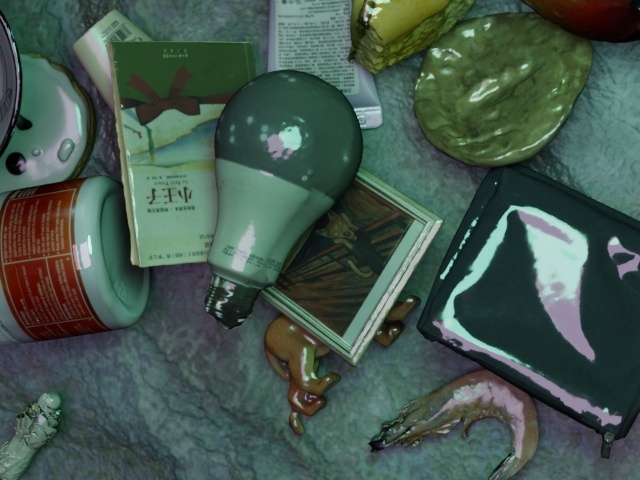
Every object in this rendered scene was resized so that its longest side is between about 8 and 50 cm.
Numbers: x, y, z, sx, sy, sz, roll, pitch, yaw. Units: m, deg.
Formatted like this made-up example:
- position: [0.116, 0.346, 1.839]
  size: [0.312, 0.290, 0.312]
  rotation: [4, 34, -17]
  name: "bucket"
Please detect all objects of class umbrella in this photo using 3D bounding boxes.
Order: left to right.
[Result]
- position: [-0.397, 0.264, 1.799]
  size: [0.062, 0.067, 0.143]
  rotation: [45, 108, 36]
  name: "umbrella"

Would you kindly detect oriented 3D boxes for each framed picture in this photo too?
- position: [0.000, 0.000, 1.674]
  size: [0.273, 0.016, 0.216]
  rotation: [34, 97, 32]
  name: "framed picture"

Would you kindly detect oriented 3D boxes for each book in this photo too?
- position: [-0.159, -0.114, 1.660]
  size: [0.201, 0.026, 0.289]
  rotation: [-5, 81, -31]
  name: "book"

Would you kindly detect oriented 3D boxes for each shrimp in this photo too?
- position: [0.175, 0.257, 1.694]
  size: [0.219, 0.046, 0.152]
  rotation: [-23, 85, 11]
  name: "shrimp"

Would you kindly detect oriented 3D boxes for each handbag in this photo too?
- position: [0.287, 0.084, 1.599]
  size: [0.302, 0.178, 0.275]
  rotation: [28, 82, 8]
  name: "handbag"

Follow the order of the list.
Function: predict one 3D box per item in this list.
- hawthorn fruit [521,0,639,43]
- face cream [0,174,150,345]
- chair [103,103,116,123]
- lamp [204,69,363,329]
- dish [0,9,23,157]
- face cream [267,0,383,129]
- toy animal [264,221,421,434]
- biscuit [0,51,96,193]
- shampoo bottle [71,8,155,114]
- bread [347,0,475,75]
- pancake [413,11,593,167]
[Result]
- position: [0.343, -0.367, 1.519]
  size: [0.316, 0.316, 0.315]
  rotation: [0, 92, 11]
  name: "hawthorn fruit"
- position: [-0.338, 0.026, 1.706]
  size: [0.187, 0.201, 0.201]
  rotation: [-9, 91, 12]
  name: "face cream"
- position: [-0.247, -0.193, 1.762]
  size: [0.042, 0.037, 0.086]
  rotation: [46, 104, 18]
  name: "chair"
- position: [-0.071, -0.061, 1.587]
  size: [0.182, 0.182, 0.313]
  rotation: [27, 73, 9]
  name: "lamp"
- position: [-0.517, -0.209, 1.721]
  size: [0.317, 0.106, 0.316]
  rotation: [2, 101, 9]
  name: "dish"
- position: [-0.006, -0.272, 1.690]
  size: [0.154, 0.096, 0.273]
  rotation: [-5, 100, -3]
  name: "face cream"
- position: [0.018, 0.093, 1.704]
  size: [0.312, 0.097, 0.157]
  rotation: [-45, 72, 12]
  name: "toy animal"
- position: [-0.400, -0.145, 1.790]
  size: [0.181, 0.049, 0.208]
  rotation: [37, 98, 9]
  name: "biscuit"
- position: [-0.207, -0.177, 1.708]
  size: [0.257, 0.127, 0.078]
  rotation: [49, 142, -12]
  name: "shampoo bottle"
- position: [0.117, -0.336, 1.584]
  size: [0.163, 0.204, 0.262]
  rotation: [10, 81, 1]
  name: "bread"
- position: [0.225, -0.189, 1.613]
  size: [0.242, 0.050, 0.241]
  rotation: [-13, 55, 20]
  name: "pancake"
